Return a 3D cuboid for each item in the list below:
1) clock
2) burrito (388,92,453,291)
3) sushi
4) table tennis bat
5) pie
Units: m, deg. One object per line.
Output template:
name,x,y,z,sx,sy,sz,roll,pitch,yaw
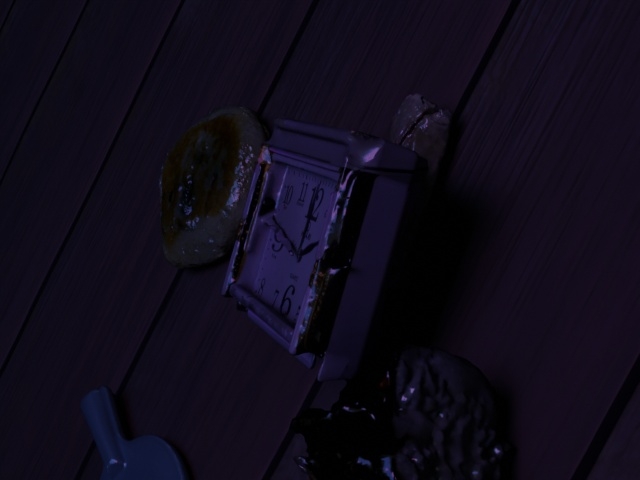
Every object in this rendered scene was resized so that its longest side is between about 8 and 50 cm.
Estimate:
clock,0.000,0.000,0.922,0.253,0.083,0.186,-152,77,-68
burrito,0.072,-0.039,0.940,0.051,0.042,0.171,12,83,42
sushi,0.048,0.181,0.770,0.115,0.147,0.212,-23,57,44
table tennis bat,-0.196,0.243,1.125,0.153,0.040,0.244,-51,44,19
pie,-0.119,-0.059,1.181,0.187,0.041,0.187,-25,55,41
